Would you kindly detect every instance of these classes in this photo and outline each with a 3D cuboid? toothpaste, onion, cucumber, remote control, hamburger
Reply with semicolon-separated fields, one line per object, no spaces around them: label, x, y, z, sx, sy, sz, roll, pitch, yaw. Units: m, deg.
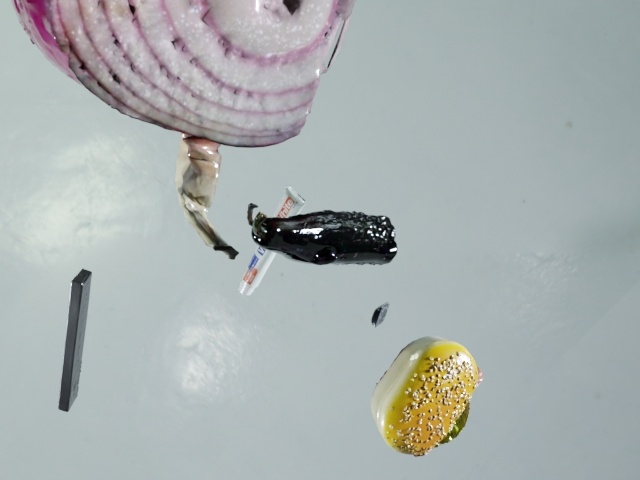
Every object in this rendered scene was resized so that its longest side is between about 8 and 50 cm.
toothpaste;-0.088;0.005;1.415;0.052;0.033;0.218;44;117;30
onion;-0.094;-0.194;0.588;0.272;0.256;0.230;-49;31;4
cucumber;0.000;0.000;0.520;0.039;0.163;0.043;50;115;23
remote control;0.104;0.129;1.427;0.014;0.096;0.039;20;96;13
hamburger;0.183;0.267;1.393;0.210;0.173;0.116;-53;40;1

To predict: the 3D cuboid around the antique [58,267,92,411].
antique;-0.279;0.116;0.922;0.015;0.192;0.031;17;31;1
